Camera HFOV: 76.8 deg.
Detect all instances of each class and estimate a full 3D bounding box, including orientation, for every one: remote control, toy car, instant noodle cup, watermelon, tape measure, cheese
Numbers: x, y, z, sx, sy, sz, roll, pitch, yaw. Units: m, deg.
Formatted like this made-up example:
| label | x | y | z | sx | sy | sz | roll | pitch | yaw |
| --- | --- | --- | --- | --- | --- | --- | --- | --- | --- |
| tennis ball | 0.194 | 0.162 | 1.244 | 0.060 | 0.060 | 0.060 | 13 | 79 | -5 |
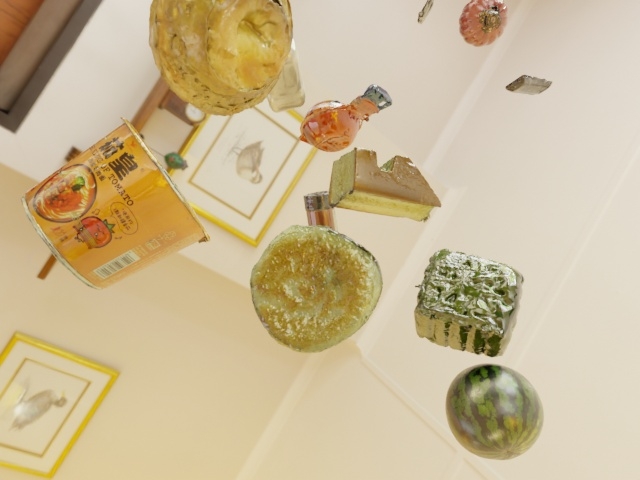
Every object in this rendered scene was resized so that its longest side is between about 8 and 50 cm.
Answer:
| label | x | y | z | sx | sy | sz | roll | pitch | yaw |
| --- | --- | --- | --- | --- | --- | --- | --- | --- | --- |
| remote control | 0.365 | -0.267 | 0.702 | 0.039 | 0.096 | 0.014 | -31 | -109 | 54 |
| toy car | 0.300 | -0.652 | 1.124 | 0.093 | 0.025 | 0.041 | -60 | 176 | 27 |
| instant noodle cup | -0.290 | -0.043 | 0.586 | 0.172 | 0.215 | 0.216 | -36 | -158 | -14 |
| watermelon | 0.540 | 0.532 | 1.265 | 0.285 | 0.285 | 0.285 | -41 | -150 | 31 |
| tape measure | -0.138 | -0.537 | 1.214 | 0.130 | 0.265 | 0.258 | -15 | -118 | -3 |
| cheese | 0.070 | -0.384 | 1.289 | 0.330 | 0.217 | 0.129 | -22 | -111 | 38 |

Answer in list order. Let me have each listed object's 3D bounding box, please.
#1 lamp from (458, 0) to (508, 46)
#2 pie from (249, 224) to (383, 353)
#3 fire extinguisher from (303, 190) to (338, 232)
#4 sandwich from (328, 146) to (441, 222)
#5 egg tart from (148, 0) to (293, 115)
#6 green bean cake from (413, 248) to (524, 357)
| label | x | y | z | sx | sy | sz | roll | pitch | yaw |
| --- | --- | --- | --- | --- | --- | --- | --- | --- | --- |
| lamp | 0.367 | -0.495 | 0.910 | 0.107 | 0.108 | 0.092 | -50 | -157 | 16 |
| pie | -0.021 | 0.111 | 0.956 | 0.324 | 0.070 | 0.322 | -3 | -102 | 15 |
| fire extinguisher | 0.011 | -0.002 | 1.569 | 0.200 | 0.113 | 0.375 | -146 | -134 | -74 |
| sandwich | 0.149 | -0.122 | 0.920 | 0.122 | 0.236 | 0.128 | 152 | -54 | -67 |
| egg tart | -0.172 | -0.403 | 0.808 | 0.129 | 0.341 | 0.341 | 42 | -80 | 37 |
| green bean cake | 0.496 | 0.198 | 1.378 | 0.336 | 0.218 | 0.318 | 12 | -126 | 20 |
